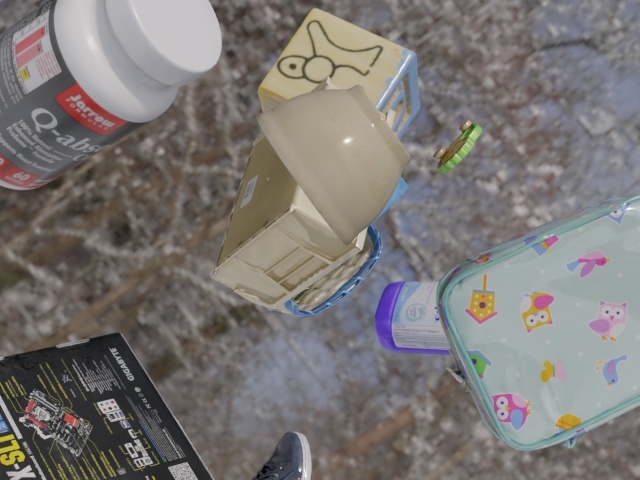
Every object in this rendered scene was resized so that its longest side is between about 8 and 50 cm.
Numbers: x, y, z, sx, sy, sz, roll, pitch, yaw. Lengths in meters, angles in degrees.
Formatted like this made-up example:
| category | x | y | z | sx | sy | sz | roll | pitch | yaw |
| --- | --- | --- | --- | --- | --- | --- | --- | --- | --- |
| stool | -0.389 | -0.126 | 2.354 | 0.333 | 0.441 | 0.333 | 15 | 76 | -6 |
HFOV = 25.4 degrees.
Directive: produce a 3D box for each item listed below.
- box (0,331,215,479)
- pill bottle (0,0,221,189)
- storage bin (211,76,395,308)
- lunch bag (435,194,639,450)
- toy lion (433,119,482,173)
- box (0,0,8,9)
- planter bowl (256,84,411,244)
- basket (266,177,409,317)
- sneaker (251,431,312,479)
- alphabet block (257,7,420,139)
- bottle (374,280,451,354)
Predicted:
| category | x | y | z | sx | sy | sz | roll | pitch | yaw |
| --- | --- | --- | --- | --- | --- | --- | --- | --- | --- |
| box | -0.278 | 0.263 | 1.649 | 0.322 | 0.257 | 0.079 | 52 | -44 | 30 |
| pill bottle | -0.323 | -0.228 | 1.925 | 0.363 | 0.210 | 0.210 | -26 | -78 | 33 |
| storage bin | -0.032 | -0.066 | 2.135 | 0.123 | 0.262 | 0.260 | 29 | -37 | -20 |
| lunch bag | 0.269 | 0.093 | 1.515 | 0.108 | 0.279 | 0.224 | -159 | -135 | -85 |
| toy lion | 0.224 | -0.149 | 2.291 | 0.034 | 0.100 | 0.096 | 43 | -2 | -9 |
| box | -0.570 | -0.394 | 2.219 | 0.142 | 0.163 | 0.247 | 38 | -54 | -7 |
| planter bowl | 0.024 | -0.092 | 1.454 | 0.162 | 0.109 | 0.162 | 54 | 4 | -6 |
| basket | 0.000 | 0.000 | 2.350 | 0.201 | 0.255 | 0.289 | 52 | -26 | -5 |
| sneaker | -0.108 | 0.370 | 2.111 | 0.163 | 0.226 | 0.086 | 30 | -25 | -29 |
| alphabet block | 0.034 | -0.237 | 2.369 | 0.197 | 0.192 | 0.193 | 28 | -21 | 17 |
| bottle | 0.231 | 0.124 | 2.230 | 0.283 | 0.118 | 0.092 | 2 | -44 | 24 |
